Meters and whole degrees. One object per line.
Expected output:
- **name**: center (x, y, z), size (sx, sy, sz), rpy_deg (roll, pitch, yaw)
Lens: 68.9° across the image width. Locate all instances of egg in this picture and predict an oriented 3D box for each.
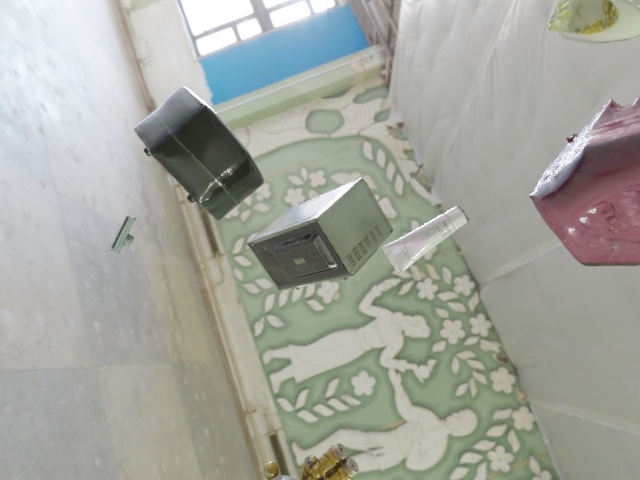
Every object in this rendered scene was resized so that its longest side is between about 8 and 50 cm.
- **egg**: center (0.719, -0.608, 1.147), size (0.271, 0.206, 0.162), rpy_deg (-25, 135, -82)

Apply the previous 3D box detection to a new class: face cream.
- **face cream**: center (0.294, -0.010, 1.297), size (0.092, 0.243, 0.058), rpy_deg (56, 1, -8)

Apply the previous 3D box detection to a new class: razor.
- **razor**: center (-0.445, 0.000, 1.072), size (0.084, 0.035, 0.211), rpy_deg (-68, -164, -14)

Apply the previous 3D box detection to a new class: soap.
- **soap**: center (0.423, -0.073, 0.545), size (0.220, 0.127, 0.324), rpy_deg (41, -25, -21)

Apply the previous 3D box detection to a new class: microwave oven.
- **microwave oven**: center (0.000, 0.000, 0.832), size (0.204, 0.163, 0.129), rpy_deg (-17, -69, 48)

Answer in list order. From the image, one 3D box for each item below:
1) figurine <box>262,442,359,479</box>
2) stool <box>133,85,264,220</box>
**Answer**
- **figurine**: center (-0.023, 0.295, 0.548), size (0.101, 0.143, 0.068), rpy_deg (24, 0, 21)
- **stool**: center (-0.225, -0.158, 0.880), size (0.232, 0.141, 0.232), rpy_deg (46, -5, 6)
